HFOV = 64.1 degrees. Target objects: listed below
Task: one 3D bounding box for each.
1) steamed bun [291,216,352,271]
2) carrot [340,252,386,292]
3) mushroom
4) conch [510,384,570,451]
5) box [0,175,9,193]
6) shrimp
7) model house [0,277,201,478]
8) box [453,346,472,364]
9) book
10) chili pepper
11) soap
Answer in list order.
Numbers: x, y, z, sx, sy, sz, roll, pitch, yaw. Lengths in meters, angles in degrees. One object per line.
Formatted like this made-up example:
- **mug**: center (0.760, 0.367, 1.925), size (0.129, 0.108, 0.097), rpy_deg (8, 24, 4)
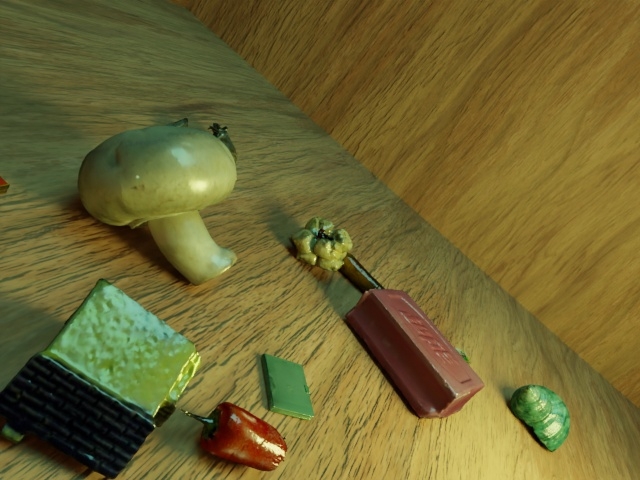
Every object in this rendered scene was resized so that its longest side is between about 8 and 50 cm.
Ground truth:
- **steamed bun**: center (0.000, 0.000, 1.546), size (0.192, 0.106, 0.177), rpy_deg (21, 22, 13)
- **carrot**: center (0.173, 0.161, 1.632), size (0.314, 0.066, 0.066), rpy_deg (44, 22, 2)
- **mushroom**: center (-0.301, -0.114, 1.065), size (0.356, 0.315, 0.315), rpy_deg (24, 24, -11)
- **conch**: center (0.707, 0.546, 1.641), size (0.202, 0.134, 0.196), rpy_deg (36, 21, -12)
- **box**: center (-0.629, -0.108, 0.886), size (0.090, 0.023, 0.133), rpy_deg (43, 22, 2)
- **shrimp**: center (-0.380, -0.322, 1.651), size (0.247, 0.085, 0.360), rpy_deg (26, 28, -16)
- **model house**: center (-0.305, 0.205, 0.704), size (0.194, 0.170, 0.211), rpy_deg (41, 49, -16)
- **box**: center (0.401, 0.364, 1.623), size (0.207, 0.041, 0.050), rpy_deg (21, 28, -38)
- **book**: center (-0.066, 0.295, 1.029), size (0.103, 0.017, 0.135), rpy_deg (24, 26, -29)
- **chili pepper**: center (-0.143, 0.299, 0.801), size (0.192, 0.086, 0.084), rpy_deg (38, 48, -29)
- **soap**: center (0.254, 0.303, 1.391), size (0.233, 0.128, 0.359), rpy_deg (9, 37, -54)
